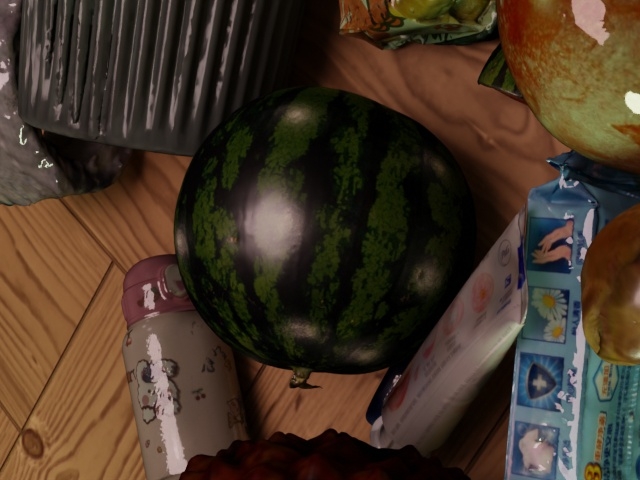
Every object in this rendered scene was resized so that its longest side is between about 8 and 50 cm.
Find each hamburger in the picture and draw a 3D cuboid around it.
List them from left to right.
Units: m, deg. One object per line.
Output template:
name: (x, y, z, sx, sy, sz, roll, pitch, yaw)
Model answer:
hamburger: (0.102, -0.278, 1.305, 0.235, 0.125, 0.214, 3, 98, 55)

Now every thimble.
thimble: (-0.309, -0.162, 1.593, 0.157, 0.217, 0.245, -1, 99, 41)

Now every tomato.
tomato: (0.259, -0.166, 1.091, 0.222, 0.270, 0.270, 100, 156, -71)

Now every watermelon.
watermelon: (0.001, -0.005, 1.294, 0.269, 0.269, 0.268, -5, 83, 40)
watermelon: (0.186, -0.135, 1.252, 0.125, 0.135, 0.094, -31, 103, 32)

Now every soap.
soap: (0.219, 0.078, 1.154, 0.077, 0.156, 0.293, 5, 89, 44)

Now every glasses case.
glasses case: (0.068, 0.139, 1.366, 0.033, 0.023, 0.083, 40, 112, 38)

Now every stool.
stool: (-0.147, -0.260, 1.423, 0.297, 0.297, 0.330, 18, 102, 40)

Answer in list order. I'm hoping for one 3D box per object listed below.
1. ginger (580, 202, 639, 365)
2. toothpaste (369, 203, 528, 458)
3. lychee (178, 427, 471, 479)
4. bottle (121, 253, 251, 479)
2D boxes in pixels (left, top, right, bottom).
ginger: (0.342, 0.042, 1.018, 0.321, 0.165, 0.172, 17, 81, 10)
toothpaste: (0.110, 0.096, 1.209, 0.323, 0.066, 0.100, 114, 165, -55)
lychee: (-0.005, 0.372, 1.161, 0.424, 0.425, 0.500, 47, 149, 33)
bottle: (-0.139, 0.129, 1.489, 0.110, 0.110, 0.233, -24, 71, 37)
